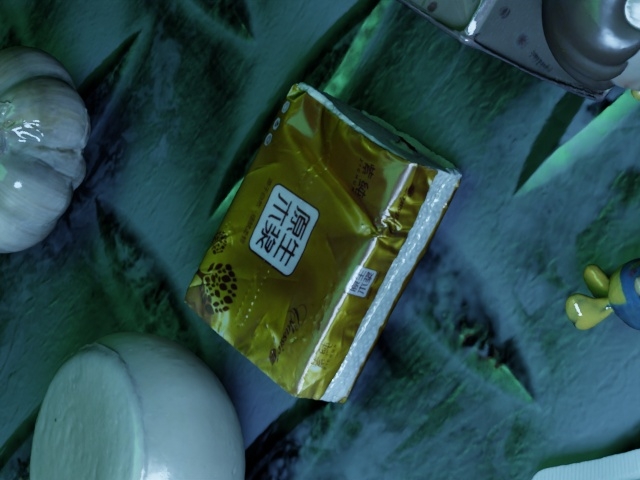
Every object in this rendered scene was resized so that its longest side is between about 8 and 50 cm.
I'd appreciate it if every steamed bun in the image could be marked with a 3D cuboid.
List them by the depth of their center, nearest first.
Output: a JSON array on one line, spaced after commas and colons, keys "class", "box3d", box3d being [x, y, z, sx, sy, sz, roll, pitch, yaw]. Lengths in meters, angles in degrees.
[{"class": "steamed bun", "box3d": [-0.149, 0.196, 1.456, 0.232, 0.145, 0.232, -14, 72, 54]}]

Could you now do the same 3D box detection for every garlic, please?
[{"class": "garlic", "box3d": [-0.327, -0.092, 1.702, 0.227, 0.152, 0.228, -13, 67, 31]}]

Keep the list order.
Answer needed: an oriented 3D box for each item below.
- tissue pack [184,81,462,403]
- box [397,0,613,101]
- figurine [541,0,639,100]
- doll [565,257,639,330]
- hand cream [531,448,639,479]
[{"class": "tissue pack", "box3d": [0.000, 0.000, 1.418, 0.183, 0.092, 0.226, 36, 105, 42]}, {"class": "box", "box3d": [0.131, -0.286, 1.317, 0.297, 0.190, 0.225, 41, 107, 42]}, {"class": "figurine", "box3d": [0.244, -0.143, 1.132, 0.275, 0.158, 0.161, 35, 139, 10]}, {"class": "doll", "box3d": [0.255, 0.014, 1.188, 0.179, 0.102, 0.089, -18, 108, 34]}, {"class": "hand cream", "box3d": [0.223, 0.312, 1.119, 0.185, 0.118, 0.359, -21, 57, 40]}]
